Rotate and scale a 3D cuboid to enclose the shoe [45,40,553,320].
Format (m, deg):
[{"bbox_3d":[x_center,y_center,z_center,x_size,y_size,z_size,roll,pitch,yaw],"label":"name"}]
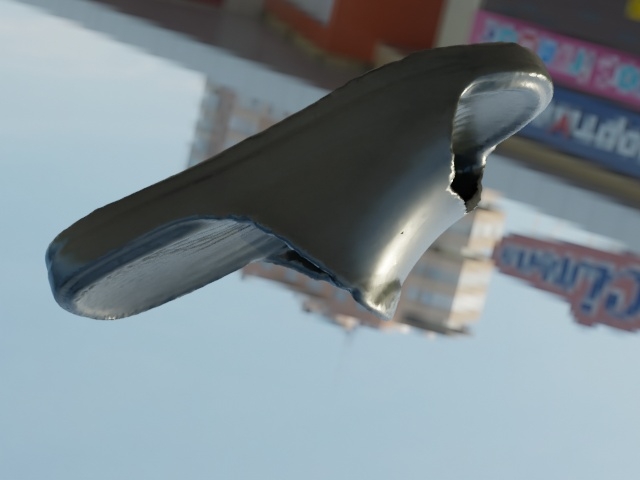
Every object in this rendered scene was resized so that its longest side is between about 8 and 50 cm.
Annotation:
[{"bbox_3d":[0.000,0.000,0.808,0.241,0.093,0.108,-23,164,10],"label":"shoe"}]
